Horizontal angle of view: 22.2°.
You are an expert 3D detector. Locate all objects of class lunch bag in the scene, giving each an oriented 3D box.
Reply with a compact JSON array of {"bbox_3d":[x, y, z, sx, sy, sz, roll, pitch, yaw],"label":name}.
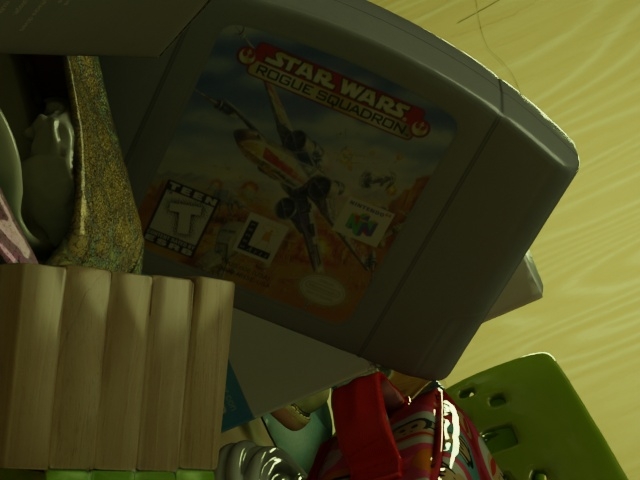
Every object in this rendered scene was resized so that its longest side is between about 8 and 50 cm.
[{"bbox_3d":[0.068,0.199,0.926,0.293,0.120,0.258,-44,109,-81],"label":"lunch bag"}]

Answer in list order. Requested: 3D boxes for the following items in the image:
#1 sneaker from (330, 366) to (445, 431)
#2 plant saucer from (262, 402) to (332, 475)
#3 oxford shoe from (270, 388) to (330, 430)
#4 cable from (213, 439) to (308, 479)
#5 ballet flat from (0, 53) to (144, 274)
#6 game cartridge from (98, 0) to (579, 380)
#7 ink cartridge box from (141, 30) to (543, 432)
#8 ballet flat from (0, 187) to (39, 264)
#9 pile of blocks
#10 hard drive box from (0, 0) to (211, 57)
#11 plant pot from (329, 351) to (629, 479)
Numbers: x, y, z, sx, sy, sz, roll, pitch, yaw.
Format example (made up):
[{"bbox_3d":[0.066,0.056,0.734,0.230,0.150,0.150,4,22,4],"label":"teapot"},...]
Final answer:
[{"bbox_3d":[0.068,0.181,1.517,0.296,0.112,0.131,-96,-177,-54],"label":"sneaker"},{"bbox_3d":[-0.027,0.131,1.491,0.195,0.037,0.195,-24,90,-82],"label":"plant saucer"},{"bbox_3d":[-0.060,-0.041,1.349,0.140,0.146,0.397,17,51,-84],"label":"oxford shoe"},{"bbox_3d":[-0.018,0.245,0.989,0.257,0.089,0.257,-105,168,-45],"label":"cable"},{"bbox_3d":[-0.177,-0.120,0.827,0.123,0.123,0.348,15,59,-81],"label":"ballet flat"},{"bbox_3d":[-0.016,-0.047,0.931,0.297,0.198,0.062,22,36,-10],"label":"game cartridge"},{"bbox_3d":[0.000,0.000,1.166,0.198,0.270,0.197,0,67,-82],"label":"ink cartridge box"},{"bbox_3d":[-0.190,-0.035,0.727,0.221,0.077,0.079,66,27,-6],"label":"ballet flat"},{"bbox_3d":[-0.089,0.177,0.733,0.113,0.149,0.362,-4,-75,52],"label":"pile of blocks"},{"bbox_3d":[-0.171,-0.179,0.717,0.232,0.089,0.181,-5,64,-43],"label":"hard drive box"},{"bbox_3d":[0.117,0.252,1.257,0.228,0.207,0.227,-113,-164,-50],"label":"plant pot"}]
